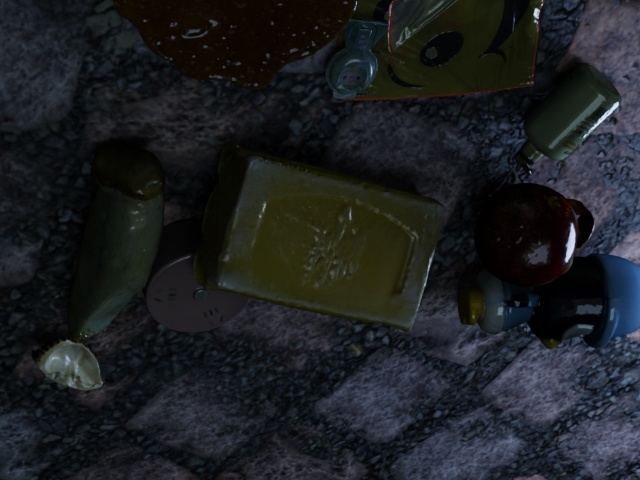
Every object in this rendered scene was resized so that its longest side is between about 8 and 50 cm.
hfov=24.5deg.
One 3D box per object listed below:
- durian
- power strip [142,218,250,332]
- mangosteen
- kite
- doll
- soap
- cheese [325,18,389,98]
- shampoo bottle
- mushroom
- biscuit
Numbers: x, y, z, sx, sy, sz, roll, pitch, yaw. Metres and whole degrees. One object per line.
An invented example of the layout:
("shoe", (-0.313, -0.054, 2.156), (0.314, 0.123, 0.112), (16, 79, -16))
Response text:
("durian", (-0.350, 0.169, 2.067), (0.052, 0.066, 0.130), (-43, 140, 21))
("power strip", (-0.169, 0.047, 2.009), (0.154, 0.078, 0.154), (-9, 133, -10))
("mangosteen", (0.304, 0.004, 2.085), (0.155, 0.146, 0.181), (-2, 152, 31))
("kite", (0.143, -0.276, 1.864), (0.327, 0.013, 0.377), (-38, 132, 17))
("doll", (0.364, 0.091, 2.181), (0.314, 0.177, 0.141), (-3, 88, -5))
("soap", (0.000, 0.000, 1.960), (0.314, 0.091, 0.199), (14, 92, -29))
("cheese", (0.043, -0.227, 1.854), (0.067, 0.026, 0.121), (2, 132, -18))
("shampoo bottle", (0.325, -0.159, 1.989), (0.079, 0.079, 0.162), (26, 119, -36))
("mushroom", (-0.267, 0.017, 1.934), (0.087, 0.107, 0.333), (-27, 144, -44))
("biscuit", (-0.095, -0.298, 1.738), (0.257, 0.049, 0.273), (-39, 130, 21))
